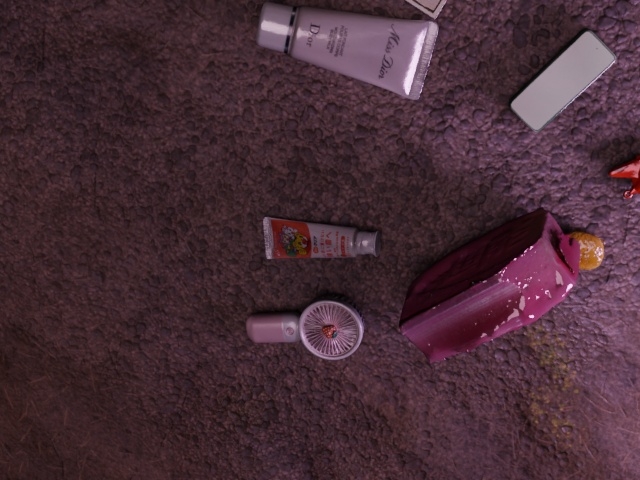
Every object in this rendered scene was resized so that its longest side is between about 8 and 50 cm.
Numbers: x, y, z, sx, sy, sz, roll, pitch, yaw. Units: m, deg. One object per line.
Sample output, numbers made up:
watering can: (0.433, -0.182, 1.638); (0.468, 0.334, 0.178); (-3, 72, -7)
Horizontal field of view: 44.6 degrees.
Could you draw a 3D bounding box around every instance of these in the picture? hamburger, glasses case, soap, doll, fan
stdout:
hamburger: (0.483, 0.019, 1.444); (0.083, 0.044, 0.076); (3, 107, 13)
glasses case: (0.420, -0.279, 1.363); (0.078, 0.039, 0.184); (44, 110, -5)
soap: (0.307, 0.080, 1.403); (0.325, 0.220, 0.127); (-29, 107, 25)
doll: (0.606, -0.126, 1.365); (0.169, 0.057, 0.109); (-36, 96, 20)
fan: (-0.033, 0.176, 1.579); (0.244, 0.074, 0.130); (-4, 107, 13)

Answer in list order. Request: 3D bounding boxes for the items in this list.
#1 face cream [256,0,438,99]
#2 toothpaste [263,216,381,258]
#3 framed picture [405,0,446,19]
face cream: (0.043, -0.355, 1.400); (0.314, 0.089, 0.143); (12, 110, -4)
toothpaste: (0.000, 0.000, 1.533); (0.234, 0.057, 0.089); (3, 109, 18)
framed picture: (0.141, -0.531, 1.347); (0.260, 0.023, 0.189); (32, 111, 0)
